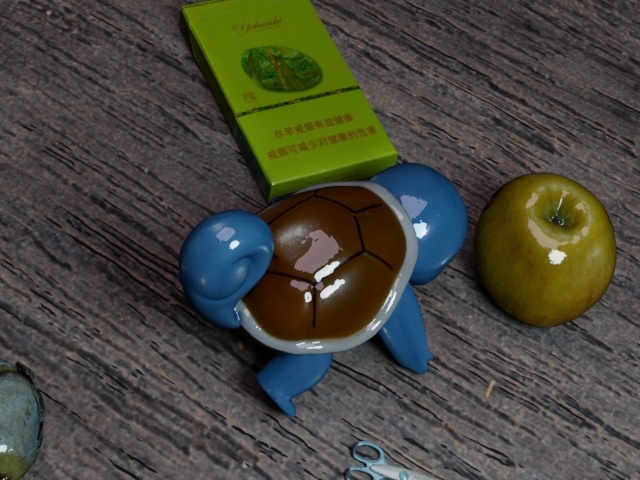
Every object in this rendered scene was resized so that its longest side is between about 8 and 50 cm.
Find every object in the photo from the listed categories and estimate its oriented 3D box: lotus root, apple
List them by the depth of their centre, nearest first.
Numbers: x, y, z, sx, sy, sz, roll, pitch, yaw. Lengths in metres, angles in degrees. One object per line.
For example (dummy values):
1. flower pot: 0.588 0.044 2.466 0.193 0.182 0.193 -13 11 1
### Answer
1. lotus root: -0.336 0.191 1.306 0.088 0.088 0.165 5 44 -6
2. apple: 0.274 0.007 1.495 0.182 0.155 0.182 6 52 -8

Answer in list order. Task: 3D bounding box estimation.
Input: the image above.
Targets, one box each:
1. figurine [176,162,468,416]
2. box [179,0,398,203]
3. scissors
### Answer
1. figurine: -0.018 0.033 1.416 0.416 0.243 0.298 -13 46 -43
2. box: -0.049 -0.209 1.665 0.187 0.047 0.335 -16 59 -20
3. scissors: 0.088 0.262 1.365 0.119 0.014 0.058 16 57 6
